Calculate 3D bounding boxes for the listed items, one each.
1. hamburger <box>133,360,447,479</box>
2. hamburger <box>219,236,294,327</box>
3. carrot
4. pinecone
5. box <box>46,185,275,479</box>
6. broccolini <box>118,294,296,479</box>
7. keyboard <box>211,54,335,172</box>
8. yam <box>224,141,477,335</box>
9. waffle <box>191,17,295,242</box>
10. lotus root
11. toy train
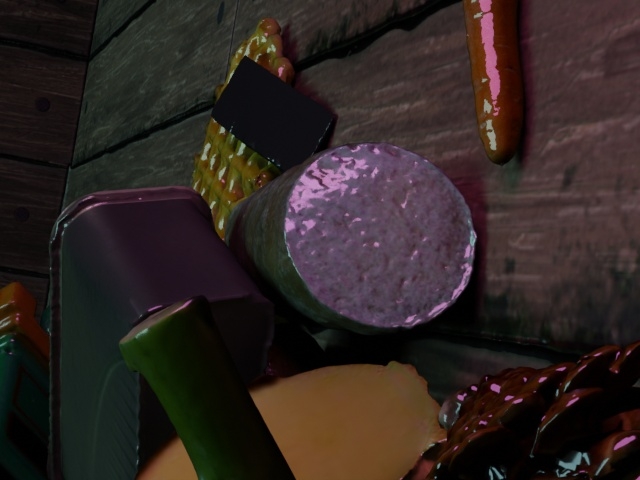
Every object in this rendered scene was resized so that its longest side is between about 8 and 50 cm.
[{"bbox_3d":[0.001,0.185,0.739,0.149,0.237,0.237,63,173,-21],"label":"hamburger"},{"bbox_3d":[-0.104,0.104,1.180,0.206,0.130,0.183,-107,29,-48],"label":"hamburger"},{"bbox_3d":[0.112,-0.161,0.823,0.043,0.043,0.248,134,139,-59],"label":"carrot"},{"bbox_3d":[0.111,0.126,0.515,0.173,0.173,0.174,-170,90,-71],"label":"pinecone"},{"bbox_3d":[-0.120,0.116,0.923,0.178,0.138,0.274,-137,45,-56],"label":"box"},{"bbox_3d":[0.030,0.184,0.497,0.074,0.079,0.392,-2,118,55],"label":"broccolini"},{"bbox_3d":[-0.048,-0.120,1.213,0.074,0.015,0.196,-57,38,4],"label":"keyboard"},{"bbox_3d":[0.000,0.000,0.943,0.330,0.133,0.133,177,102,-74],"label":"yam"},{"bbox_3d":[-0.090,-0.092,1.349,0.291,0.051,0.291,-168,90,-68],"label":"waffle"},{"bbox_3d":[-0.024,0.144,0.979,0.191,0.094,0.108,-112,3,-54],"label":"lotus root"},{"bbox_3d":[-0.241,0.218,1.134,0.178,0.429,0.249,-29,29,11],"label":"toy train"}]
